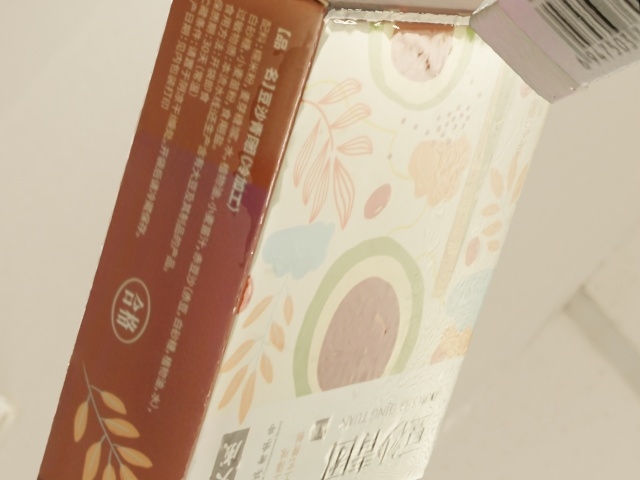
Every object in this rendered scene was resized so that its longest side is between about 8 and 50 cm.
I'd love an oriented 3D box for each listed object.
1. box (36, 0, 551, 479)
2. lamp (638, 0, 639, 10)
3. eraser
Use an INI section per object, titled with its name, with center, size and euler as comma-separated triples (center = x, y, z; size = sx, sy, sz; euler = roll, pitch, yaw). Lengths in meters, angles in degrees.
[box]
center = 0.000, 0.000, 1.281
size = 0.122, 0.344, 0.385
euler = 26, -72, 29
[lamp]
center = 0.204, 0.000, 0.569
size = 0.205, 0.272, 0.374
euler = -7, -163, 27
[eraser]
center = 0.173, -0.154, 0.942
size = 0.130, 0.086, 0.287
euler = -45, -174, -11
